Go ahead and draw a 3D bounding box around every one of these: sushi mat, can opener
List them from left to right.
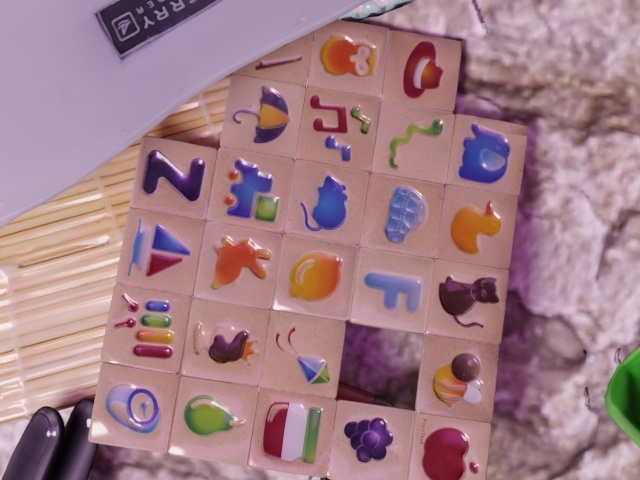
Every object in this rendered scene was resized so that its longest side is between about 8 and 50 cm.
[{"bbox_3d":[-0.169,0.020,0.761,0.316,0.019,0.151,-15,79,0],"label":"sushi mat"},{"bbox_3d":[-0.155,0.158,0.764,0.073,0.059,0.186,35,111,25],"label":"can opener"}]

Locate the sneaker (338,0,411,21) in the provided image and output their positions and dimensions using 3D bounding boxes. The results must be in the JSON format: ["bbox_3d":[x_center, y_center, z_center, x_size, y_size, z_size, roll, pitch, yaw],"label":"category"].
[{"bbox_3d":[0.041,-0.158,0.754,0.098,0.038,0.069,-25,95,-7],"label":"sneaker"}]

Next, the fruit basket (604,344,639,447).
[{"bbox_3d":[0.290,-0.012,0.643,0.392,0.283,0.392,-3,108,-10],"label":"fruit basket"}]

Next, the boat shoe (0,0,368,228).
[{"bbox_3d":[-0.133,-0.118,0.702,0.367,0.156,0.136,-31,115,-11],"label":"boat shoe"}]

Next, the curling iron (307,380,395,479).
[{"bbox_3d":[-0.081,0.071,0.780,0.274,0.035,0.068,23,97,-3],"label":"curling iron"}]

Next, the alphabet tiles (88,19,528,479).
[{"bbox_3d":[0.000,0.000,0.745,0.198,0.009,0.237,9,77,-3],"label":"alphabet tiles"}]
